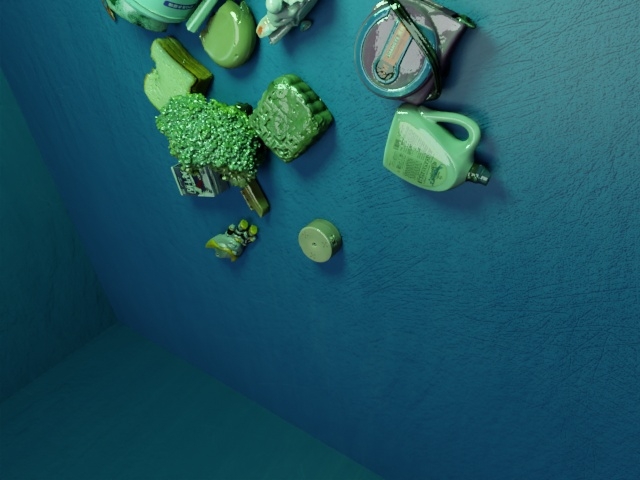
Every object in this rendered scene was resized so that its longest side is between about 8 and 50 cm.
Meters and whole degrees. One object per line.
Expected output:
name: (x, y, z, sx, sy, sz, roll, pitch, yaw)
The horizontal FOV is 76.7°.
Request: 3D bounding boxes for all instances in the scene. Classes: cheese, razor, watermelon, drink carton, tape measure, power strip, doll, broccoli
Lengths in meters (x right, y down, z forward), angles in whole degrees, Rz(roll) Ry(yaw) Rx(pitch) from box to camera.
cheese: (-0.277, -0.644, 1.261, 0.175, 0.091, 0.202, 53, 135, -4)
razor: (-0.294, -0.707, 1.158, 0.278, 0.056, 0.111, -31, 67, 25)
watermelon: (-0.615, -0.860, 1.316, 0.322, 0.175, 0.188, 46, 138, 2)
drink carton: (-0.506, -0.265, 1.709, 0.222, 0.102, 0.134, 7, 121, 34)
cheese: (-0.792, -0.903, 1.468, 0.106, 0.037, 0.256, 58, 164, -2)
tape measure: (0.210, -0.454, 0.970, 0.245, 0.149, 0.231, 33, 132, 6)
power strip: (0.000, 0.000, 1.502, 0.154, 0.078, 0.154, 19, 126, 27)
doll: (-0.390, 0.010, 1.813, 0.316, 0.145, 0.103, -36, 57, 41)
broccoli: (-0.361, -0.345, 1.412, 0.338, 0.317, 0.277, -1, 79, 22)

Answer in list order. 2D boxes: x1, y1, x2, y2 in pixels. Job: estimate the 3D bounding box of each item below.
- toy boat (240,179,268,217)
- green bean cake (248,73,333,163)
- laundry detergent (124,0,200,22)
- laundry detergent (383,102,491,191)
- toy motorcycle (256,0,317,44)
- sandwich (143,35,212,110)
toy boat: (-0.272, -0.187, 1.606, 0.077, 0.057, 0.200, -9, 113, 49)
green bean cake: (-0.097, -0.386, 1.280, 0.222, 0.125, 0.227, 48, 132, -1)
laundry detergent: (-0.435, -0.802, 1.130, 0.305, 0.287, 0.287, -23, 104, 45)
laundry detergent: (0.316, -0.231, 1.063, 0.280, 0.105, 0.215, 28, 131, 23)
toy motorcycle: (-0.084, -0.624, 1.062, 0.260, 0.171, 0.110, -26, 99, 44)
sandwich: (-0.545, -0.584, 1.515, 0.249, 0.095, 0.273, 45, 136, 4)
